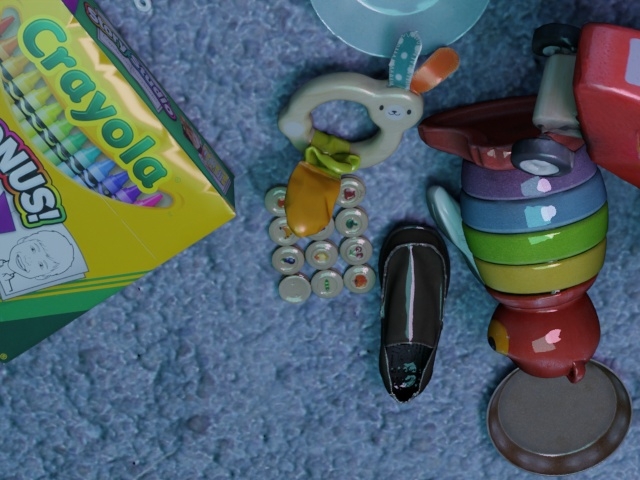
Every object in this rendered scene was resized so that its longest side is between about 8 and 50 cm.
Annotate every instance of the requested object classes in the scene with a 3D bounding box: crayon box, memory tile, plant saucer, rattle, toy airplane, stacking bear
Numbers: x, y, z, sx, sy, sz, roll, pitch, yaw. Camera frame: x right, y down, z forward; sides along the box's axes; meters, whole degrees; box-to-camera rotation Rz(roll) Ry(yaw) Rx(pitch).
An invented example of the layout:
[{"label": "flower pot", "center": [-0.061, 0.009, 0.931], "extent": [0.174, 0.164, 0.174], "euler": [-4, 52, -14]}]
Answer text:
[{"label": "crayon box", "center": [-0.316, -0.095, 1.889], "extent": [0.313, 0.106, 0.363], "euler": [-32, 114, 15]}, {"label": "memory tile", "center": [0.000, 0.000, 1.999], "extent": [0.113, 0.012, 0.148], "euler": [-7, 119, 3]}, {"label": "plant saucer", "center": [0.080, -0.279, 1.834], "extent": [0.195, 0.037, 0.195], "euler": [-1, 118, -1]}, {"label": "rattle", "center": [0.046, -0.110, 1.850], "extent": [0.199, 0.143, 0.130], "euler": [-20, 114, 30]}, {"label": "toy airplane", "center": [0.390, -0.083, 1.752], "extent": [0.272, 0.384, 0.386], "euler": [-1, 115, 39]}, {"label": "plant saucer", "center": [0.273, 0.196, 2.101], "extent": [0.168, 0.029, 0.168], "euler": [0, 119, 0]}, {"label": "stacking bear", "center": [0.222, 0.008, 1.900], "extent": [0.164, 0.175, 0.289], "euler": [-17, 110, -21]}]

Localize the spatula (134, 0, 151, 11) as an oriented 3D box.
[{"label": "spatula", "center": [-0.162, -0.336, 1.788], "extent": [0.168, 0.019, 0.242], "euler": [-7, 126, 22]}]

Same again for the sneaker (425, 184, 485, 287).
[{"label": "sneaker", "center": [0.168, -0.010, 1.980], "extent": [0.061, 0.054, 0.152], "euler": [-39, 116, 1]}]

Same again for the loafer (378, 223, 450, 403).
[{"label": "loafer", "center": [0.105, 0.086, 2.009], "extent": [0.080, 0.078, 0.220], "euler": [-1, 119, 0]}]
